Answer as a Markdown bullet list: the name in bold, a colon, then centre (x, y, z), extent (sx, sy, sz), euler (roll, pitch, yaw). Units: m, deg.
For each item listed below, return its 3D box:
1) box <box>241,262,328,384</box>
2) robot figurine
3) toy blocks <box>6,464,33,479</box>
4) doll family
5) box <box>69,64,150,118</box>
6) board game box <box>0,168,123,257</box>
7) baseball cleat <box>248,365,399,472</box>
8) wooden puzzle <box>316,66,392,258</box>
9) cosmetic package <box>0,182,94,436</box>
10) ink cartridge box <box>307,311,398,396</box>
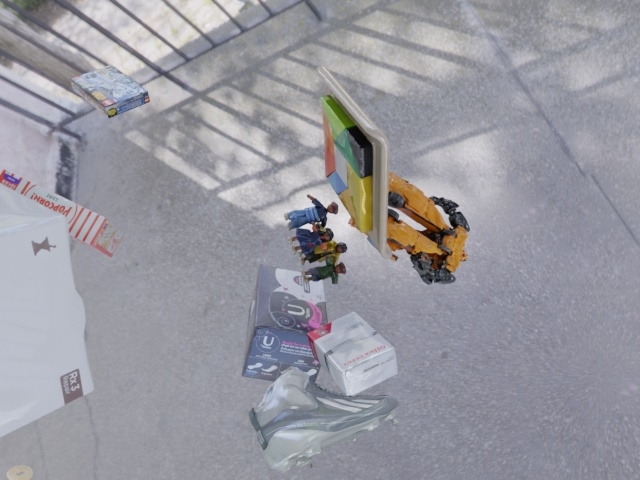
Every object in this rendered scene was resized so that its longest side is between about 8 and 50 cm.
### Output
- **box**: centre (-0.076, 0.180, 1.137), extent (0.247, 0.163, 0.142), euler (-96, 20, -61)
- **robot figurine**: centre (0.211, -0.027, 1.135), extent (0.085, 0.291, 0.211), euler (-17, 45, 59)
- **toy blocks**: centre (-0.705, 0.594, 1.127), extent (0.054, 0.123, 0.148), euler (25, 106, 3)
- **doll family**: centre (0.000, 0.000, 1.051), extent (0.111, 0.193, 0.076), euler (-14, 31, 13)
- **box**: centre (-0.419, -0.298, 1.015), extent (0.137, 0.027, 0.094), euler (38, 55, 27)
- **board game box**: centre (-0.386, -0.033, 0.769), extent (0.146, 0.193, 0.045), euler (27, 77, -10)
- **baseball cleat**: centre (0.010, 0.189, 0.593), extent (0.072, 0.206, 0.109), euler (-46, 62, 32)
- **wooden puzzle**: centre (0.046, -0.115, 0.780), extent (0.044, 0.239, 0.221), euler (-20, 44, -8)
- **cosmetic package**: centre (-0.432, 0.042, 0.590), extent (0.385, 0.156, 0.217), euler (18, 117, 39)
- **ink cartridge box**: centre (0.058, 0.208, 0.948), extent (0.109, 0.063, 0.150), euler (-21, 27, -18)
